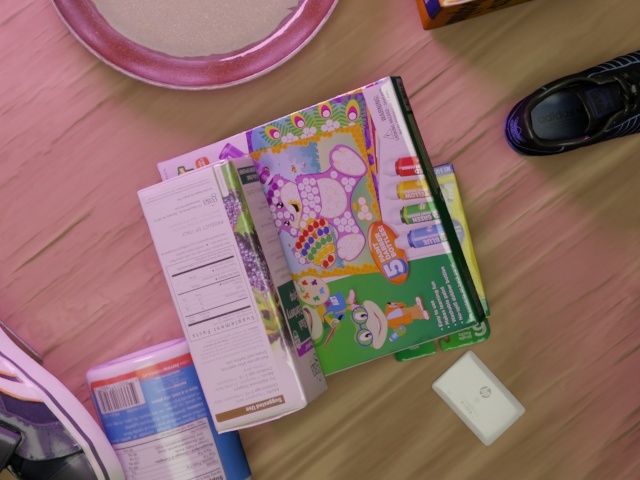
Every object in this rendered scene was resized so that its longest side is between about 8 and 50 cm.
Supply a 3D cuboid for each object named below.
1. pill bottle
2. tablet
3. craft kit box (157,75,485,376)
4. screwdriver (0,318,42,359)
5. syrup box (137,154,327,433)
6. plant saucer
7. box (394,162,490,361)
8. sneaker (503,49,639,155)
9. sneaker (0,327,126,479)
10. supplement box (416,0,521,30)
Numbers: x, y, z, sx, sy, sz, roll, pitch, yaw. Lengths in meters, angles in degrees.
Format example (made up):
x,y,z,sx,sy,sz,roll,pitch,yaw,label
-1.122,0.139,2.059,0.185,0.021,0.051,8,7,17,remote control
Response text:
x,y,z,sx,sy,sz,roll,pitch,yaw,label
-0.133,0.210,1.617,0.124,0.124,0.222,-18,92,-1,pill bottle
0.156,0.155,1.680,0.054,0.006,0.083,-43,92,-1,tablet
0.000,0.000,1.621,0.246,0.061,0.250,-20,90,17,craft kit box
-0.337,0.061,1.662,0.170,0.024,0.025,48,60,-3,screwdriver
-0.079,0.048,1.569,0.096,0.093,0.237,-19,91,14,syrup box
-0.121,-0.298,1.647,0.310,0.050,0.311,0,90,-1,plant saucer
0.099,0.023,1.659,0.105,0.043,0.179,-15,93,0,box
0.290,-0.136,1.636,0.232,0.090,0.081,-22,91,0,sneaker
-0.326,0.152,1.584,0.321,0.126,0.127,45,56,9,sneaker
0.145,-0.399,1.577,0.195,0.194,0.357,-17,91,-1,supplement box
